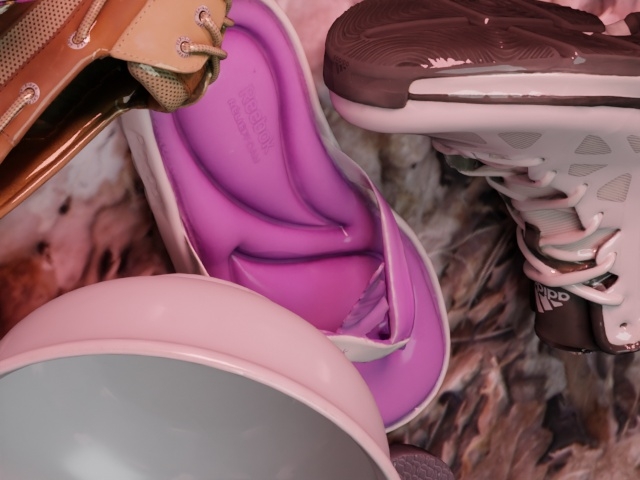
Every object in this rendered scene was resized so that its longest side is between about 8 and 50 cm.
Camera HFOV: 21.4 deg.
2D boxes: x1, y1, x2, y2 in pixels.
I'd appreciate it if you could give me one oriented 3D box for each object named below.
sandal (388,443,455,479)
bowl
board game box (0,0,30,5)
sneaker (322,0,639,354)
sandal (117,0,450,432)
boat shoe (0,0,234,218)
[{"bbox_3d":[-0.017,0.228,1.265,0.254,0.054,0.097,-32,122,-7],"label":"sandal"},{"bbox_3d":[-0.084,0.115,1.048,0.297,0.134,0.298,5,137,5],"label":"bowl"},{"bbox_3d":[-0.289,-0.235,0.727,0.318,0.066,0.318,-11,122,-11],"label":"board game box"},{"bbox_3d":[0.173,-0.028,1.183,0.447,0.169,0.257,-2,112,-39],"label":"sneaker"},{"bbox_3d":[-0.011,0.011,1.108,0.169,0.102,0.416,-43,131,-11],"label":"sandal"},{"bbox_3d":[-0.103,-0.120,0.923,0.324,0.120,0.122,-38,164,-2],"label":"boat shoe"}]
